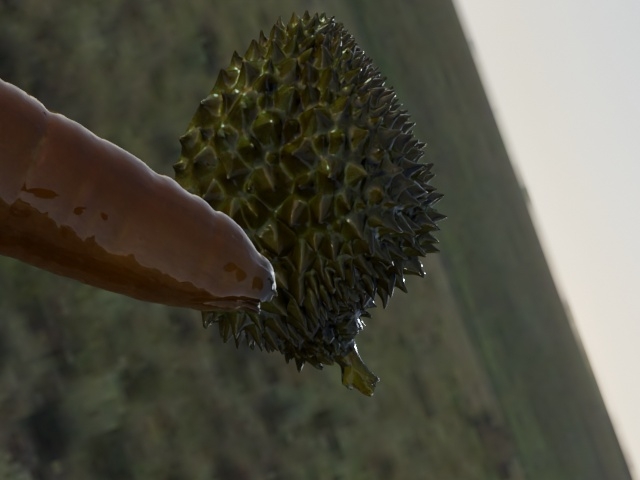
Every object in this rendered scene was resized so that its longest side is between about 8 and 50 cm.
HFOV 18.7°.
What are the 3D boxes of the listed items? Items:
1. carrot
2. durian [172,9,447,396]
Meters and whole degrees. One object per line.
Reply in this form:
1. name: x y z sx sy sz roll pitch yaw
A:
1. carrot: -0.128 -0.045 0.450 0.271 0.066 0.062 32 31 -32
2. durian: 0.000 0.000 0.959 0.102 0.146 0.208 22 -46 46
